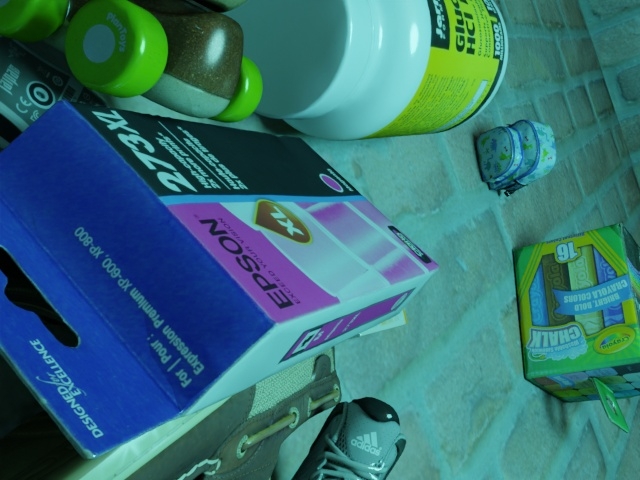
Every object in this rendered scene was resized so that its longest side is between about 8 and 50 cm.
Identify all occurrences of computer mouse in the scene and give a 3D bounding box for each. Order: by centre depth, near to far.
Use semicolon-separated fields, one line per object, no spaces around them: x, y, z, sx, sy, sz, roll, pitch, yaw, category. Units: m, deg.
-0.210;-0.098;0.430;0.193;0.042;0.106;40;41;-31;computer mouse

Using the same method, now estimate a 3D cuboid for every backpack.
0.311;-0.138;1.124;0.084;0.114;0.105;4;72;-34;backpack

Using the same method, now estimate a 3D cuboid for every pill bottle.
0.052;-0.197;0.714;0.334;0.188;0.187;-17;90;-56;pill bottle

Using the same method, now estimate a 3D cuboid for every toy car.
-0.089;-0.184;0.437;0.149;0.188;0.155;31;12;15;toy car

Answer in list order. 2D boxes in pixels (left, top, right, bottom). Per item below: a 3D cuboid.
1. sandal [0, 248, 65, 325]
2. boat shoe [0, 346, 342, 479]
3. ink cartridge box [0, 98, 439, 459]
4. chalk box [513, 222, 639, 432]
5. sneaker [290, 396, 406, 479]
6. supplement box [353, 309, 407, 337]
-0.174;0.021;0.418;0.219;0.060;0.090;11;59;-37;sandal
-0.075;0.132;0.450;0.342;0.123;0.123;-27;99;-64;boat shoe
-0.054;-0.003;0.450;0.176;0.069;0.371;45;22;16;ink cartridge box
0.431;0.152;1.112;0.180;0.179;0.288;35;50;-44;chalk box
0.007;0.164;0.458;0.086;0.132;0.228;30;-3;2;sneaker
0.045;0.065;0.722;0.098;0.036;0.062;-1;77;-55;supplement box
